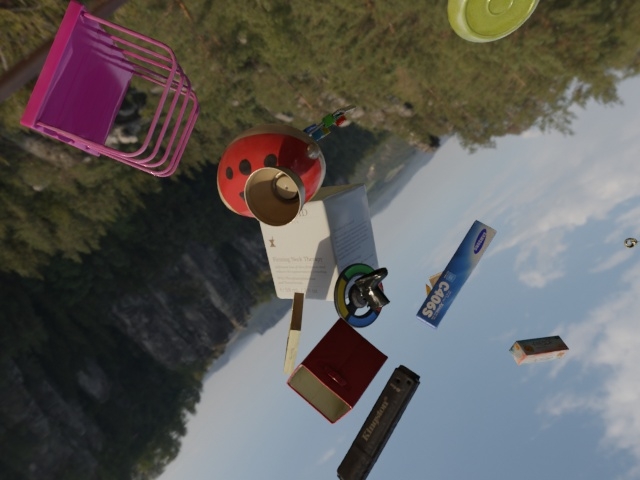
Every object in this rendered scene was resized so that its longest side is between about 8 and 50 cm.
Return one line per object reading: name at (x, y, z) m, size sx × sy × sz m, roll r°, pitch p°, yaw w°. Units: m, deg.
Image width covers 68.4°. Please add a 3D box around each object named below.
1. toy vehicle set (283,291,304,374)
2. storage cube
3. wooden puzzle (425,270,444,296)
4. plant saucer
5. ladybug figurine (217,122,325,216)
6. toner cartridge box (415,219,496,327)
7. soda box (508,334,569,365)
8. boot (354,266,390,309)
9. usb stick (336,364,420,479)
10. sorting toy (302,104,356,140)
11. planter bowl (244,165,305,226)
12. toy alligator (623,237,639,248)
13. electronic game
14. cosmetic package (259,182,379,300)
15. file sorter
toy vehicle set at (-0.095, 0.330, 1.659) m, size 0.165 × 0.035 × 0.266 m, roll -86°, pitch -175°, yaw -47°
storage cube at (0.045, 0.375, 1.358) m, size 0.193 × 0.184 × 0.215 m, roll -45°, pitch 169°, yaw -34°
wooden puzzle at (0.425, 0.154, 1.671) m, size 0.116 × 0.078 × 0.014 m, roll -22°, pitch 164°, yaw 30°
plant saucer at (0.437, -0.592, 1.156) m, size 0.241 × 0.241 × 0.037 m, roll -44°, pitch -138°, yaw 36°
ladybug figurine at (-0.176, -0.199, 1.496) m, size 0.450 × 0.305 × 0.161 m, roll -23°, pitch -153°, yaw 45°
toner cartridge box at (0.425, 0.115, 1.486) m, size 0.347 × 0.075 × 0.165 m, roll -57°, pitch 163°, yaw -4°
soda box at (0.722, 0.362, 1.557) m, size 0.183 × 0.062 × 0.058 m, roll -1°, pitch 132°, yaw -19°
boot at (0.159, 0.135, 1.301) m, size 0.121 × 0.099 × 0.045 m, roll -28°, pitch -173°, yaw 39°
usb stick at (0.125, 0.399, 1.010) m, size 0.277 × 0.045 × 0.077 m, roll -58°, pitch -158°, yaw -7°
sorting toy at (0.025, -0.384, 1.576) m, size 0.196 × 0.047 × 0.347 m, roll -28°, pitch -170°, yaw 24°
planter bowl at (-0.106, -0.130, 1.264) m, size 0.162 × 0.162 × 0.109 m, roll -44°, pitch -179°, yaw 31°
toy alligator at (0.763, 0.015, 1.052) m, size 0.051 × 0.190 × 0.056 m, roll 68°, pitch 28°, yaw -83°
electronic game at (0.138, 0.194, 1.656) m, size 0.229 × 0.229 × 0.048 m, roll -43°, pitch -160°, yaw -32°
cosmetic package at (0.000, 0.000, 1.909) m, size 0.330 × 0.393 × 0.327 m, roll -3°, pitch -164°, yaw 35°
file sorter at (-0.343, -0.239, 0.852) m, size 0.291 × 0.183 × 0.202 m, roll -167°, pitch -81°, yaw -83°
